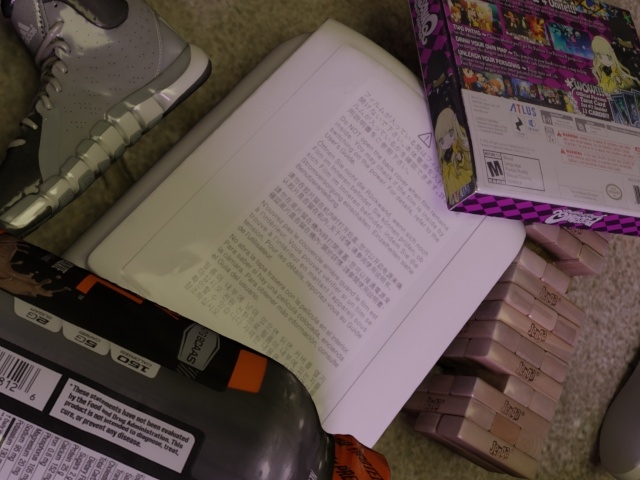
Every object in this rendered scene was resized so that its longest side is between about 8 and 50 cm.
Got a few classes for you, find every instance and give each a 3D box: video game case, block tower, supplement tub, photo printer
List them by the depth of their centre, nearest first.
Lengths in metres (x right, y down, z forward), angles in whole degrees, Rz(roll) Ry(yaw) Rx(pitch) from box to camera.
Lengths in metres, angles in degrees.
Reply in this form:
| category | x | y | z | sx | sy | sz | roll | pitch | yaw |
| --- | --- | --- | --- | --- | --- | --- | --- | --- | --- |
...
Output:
| category | x | y | z | sx | sy | sz | roll | pitch | yaw |
| --- | --- | --- | --- | --- | --- | --- | --- | --- | --- |
| supplement tub | -0.147 | 0.121 | 0.534 | 0.338 | 0.207 | 0.207 | 27 | 72 | -5 |
| photo printer | 0.000 | 0.000 | 0.728 | 0.256 | 0.107 | 0.307 | 45 | 66 | -10 |
| video game case | 0.183 | -0.112 | 0.777 | 0.232 | 0.042 | 0.210 | 5 | 66 | -32 |
| block tower | 0.179 | 0.028 | 0.852 | 0.097 | 0.091 | 0.335 | 33 | 70 | -25 |

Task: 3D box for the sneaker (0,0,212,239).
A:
| category | x | y | z | sx | sy | sz | roll | pitch | yaw |
| --- | --- | --- | --- | --- | --- | --- | --- | --- | --- |
| sneaker | -0.189 | -0.099 | 0.660 | 0.132 | 0.086 | 0.228 | 49 | 55 | -13 |

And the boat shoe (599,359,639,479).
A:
| category | x | y | z | sx | sy | sz | roll | pitch | yaw |
| --- | --- | --- | --- | --- | --- | --- | --- | --- | --- |
| boat shoe | 0.346 | 0.148 | 0.949 | 0.070 | 0.078 | 0.219 | 43 | 65 | -19 |
